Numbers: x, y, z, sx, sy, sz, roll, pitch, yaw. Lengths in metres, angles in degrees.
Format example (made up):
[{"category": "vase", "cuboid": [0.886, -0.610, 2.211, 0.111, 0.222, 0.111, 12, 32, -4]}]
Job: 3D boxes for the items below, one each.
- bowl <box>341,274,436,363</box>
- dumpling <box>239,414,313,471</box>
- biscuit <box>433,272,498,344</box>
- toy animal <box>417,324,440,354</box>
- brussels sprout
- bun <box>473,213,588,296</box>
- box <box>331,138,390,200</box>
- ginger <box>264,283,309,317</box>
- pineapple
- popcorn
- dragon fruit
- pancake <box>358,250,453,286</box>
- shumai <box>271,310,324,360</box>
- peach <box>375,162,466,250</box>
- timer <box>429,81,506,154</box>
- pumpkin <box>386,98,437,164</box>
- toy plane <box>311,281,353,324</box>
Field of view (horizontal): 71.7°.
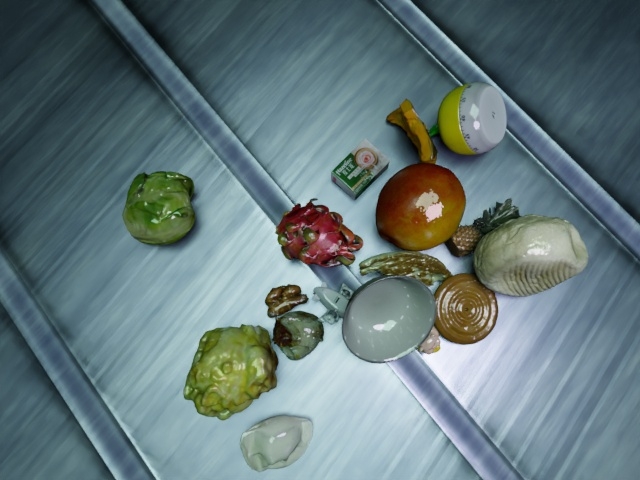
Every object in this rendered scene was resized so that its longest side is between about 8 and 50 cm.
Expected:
[{"category": "bowl", "cuboid": [0.212, 0.237, 1.523, 0.336, 0.157, 0.338, -6, 115, -13]}, {"category": "dumpling", "cuboid": [-0.143, 0.685, 1.486, 0.251, 0.131, 0.180, -9, 97, -23]}, {"category": "biscuit", "cuboid": [0.520, 0.244, 1.579, 0.261, 0.037, 0.262, 1, 85, -11]}, {"category": "toy animal", "cuboid": [0.393, 0.352, 1.561, 0.091, 0.082, 0.114, 37, 79, 7]}, {"category": "brussels sprout", "cuboid": [-0.581, -0.119, 1.614, 0.294, 0.227, 0.260, -34, 64, 1]}, {"category": "bun", "cuboid": [0.700, 0.039, 1.510, 0.352, 0.349, 0.228, -17, 57, 18]}, {"category": "box", "cuboid": [0.153, -0.274, 1.711, 0.135, 0.081, 0.199, 43, 79, 9]}, {"category": "ginger", "cuboid": [-0.131, 0.208, 1.609, 0.162, 0.073, 0.103, -22, 91, -11]}, {"category": "pineapple", "cuboid": [0.594, -0.049, 1.634, 0.277, 0.119, 0.130, -27, 59, -5]}, {"category": "popcorn", "cuboid": [-0.292, 0.432, 1.459, 0.311, 0.312, 0.313, 0, 77, 1]}, {"category": "dragon fruit", "cuboid": [-0.003, -0.014, 1.575, 0.306, 0.243, 0.228, -8, 39, 3]}, {"category": "pancake", "cuboid": [0.312, 0.112, 1.587, 0.376, 0.198, 0.054, 13, 34, -16]}, {"category": "shumai", "cuboid": [-0.079, 0.320, 1.545, 0.183, 0.142, 0.184, -1, 79, 3]}, {"category": "peach", "cuboid": [0.347, -0.114, 1.572, 0.332, 0.308, 0.308, -39, 79, 4]}, {"category": "timer", "cuboid": [0.533, -0.451, 1.686, 0.284, 0.285, 0.286, 0, 77, 1]}, {"category": "pumpkin", "cuboid": [0.347, -0.405, 1.652, 0.095, 0.258, 0.290, -31, 82, 8]}, {"category": "toy plane", "cuboid": [0.047, 0.223, 1.597, 0.173, 0.080, 0.174, 5, 61, -9]}]
